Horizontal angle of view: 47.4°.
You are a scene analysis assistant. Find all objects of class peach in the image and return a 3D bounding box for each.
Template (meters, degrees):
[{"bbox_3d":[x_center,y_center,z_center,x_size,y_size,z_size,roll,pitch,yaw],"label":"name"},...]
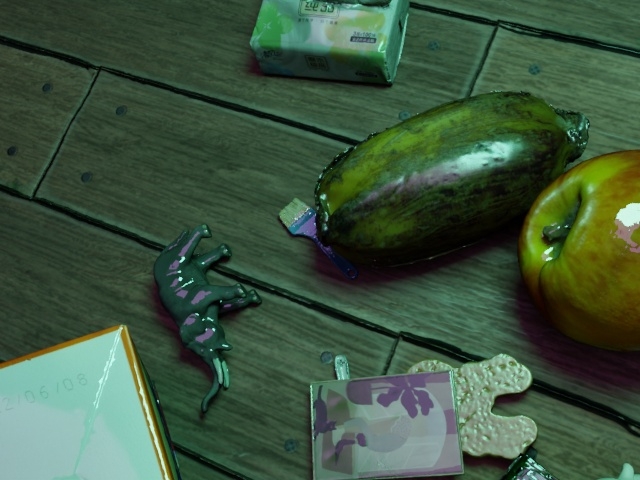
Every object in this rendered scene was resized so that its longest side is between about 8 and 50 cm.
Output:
[{"bbox_3d":[0.393,0.019,0.901,0.280,0.281,0.238,-25,29,4],"label":"peach"}]

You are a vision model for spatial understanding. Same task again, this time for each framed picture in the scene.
[{"bbox_3d":[0.085,0.249,0.976,0.200,0.010,0.136,-8,67,13],"label":"framed picture"}]

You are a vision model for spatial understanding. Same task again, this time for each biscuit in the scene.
[{"bbox_3d":[0.169,0.230,0.982,0.236,0.040,0.144,-7,62,15],"label":"biscuit"}]

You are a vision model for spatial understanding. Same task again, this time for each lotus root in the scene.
[{"bbox_3d":[0.174,-0.090,1.014,0.397,0.179,0.196,-18,70,6],"label":"lotus root"}]

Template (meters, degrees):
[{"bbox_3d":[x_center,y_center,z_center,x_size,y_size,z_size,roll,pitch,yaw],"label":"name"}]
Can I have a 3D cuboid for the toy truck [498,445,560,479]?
[{"bbox_3d":[0.226,0.308,0.821,0.088,0.259,0.121,35,81,21],"label":"toy truck"}]

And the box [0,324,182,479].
[{"bbox_3d":[-0.346,0.333,0.894,0.348,0.257,0.319,-19,66,-14],"label":"box"}]

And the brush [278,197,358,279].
[{"bbox_3d":[0.000,0.000,1.113,0.051,0.014,0.164,-42,68,-2],"label":"brush"}]

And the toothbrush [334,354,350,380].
[{"bbox_3d":[0.047,0.284,0.996,0.022,0.026,0.263,-10,69,3],"label":"toothbrush"}]

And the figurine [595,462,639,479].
[{"bbox_3d":[0.365,0.312,0.884,0.098,0.146,0.081,-10,81,43],"label":"figurine"}]

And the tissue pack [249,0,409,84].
[{"bbox_3d":[0.013,-0.358,1.164,0.229,0.145,0.159,9,74,16],"label":"tissue pack"}]

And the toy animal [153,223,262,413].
[{"bbox_3d":[-0.162,0.103,1.081,0.137,0.082,0.270,-27,71,6],"label":"toy animal"}]
